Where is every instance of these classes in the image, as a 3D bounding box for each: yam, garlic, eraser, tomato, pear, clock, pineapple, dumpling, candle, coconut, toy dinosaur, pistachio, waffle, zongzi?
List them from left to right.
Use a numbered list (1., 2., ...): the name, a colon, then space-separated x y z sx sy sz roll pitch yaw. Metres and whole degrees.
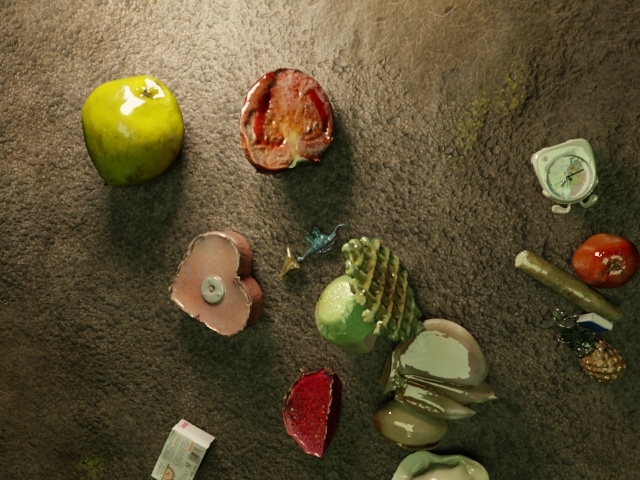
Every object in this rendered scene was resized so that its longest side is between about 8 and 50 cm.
1. pear: -0.563 -0.302 1.583 0.287 0.287 0.375 40 115 4
2. candle: -0.322 0.142 1.654 0.287 0.131 0.317 -20 82 18
3. tomato: -0.120 -0.330 1.545 0.308 0.170 0.309 2 84 -24
4. zongzi: -0.108 0.075 1.651 0.076 0.040 0.083 -37 77 18
5. toy dinosaur: 0.000 0.000 1.619 0.197 0.045 0.080 -35 102 19
6. coconut: 0.098 0.215 1.543 0.204 0.236 0.236 -25 91 24
7. waffle: 0.175 0.132 1.467 0.056 0.291 0.309 -33 68 30
8. pistachio: 0.263 0.545 1.582 0.215 0.144 0.144 12 98 12
9. dumpling: 0.345 0.751 1.600 0.318 0.187 0.243 -42 48 0
10. garlic: 0.339 0.365 1.545 0.324 0.132 0.279 7 95 3
11. clock: 0.677 -0.173 1.469 0.151 0.062 0.191 -16 93 11
12. yam: 0.694 0.130 1.493 0.317 0.067 0.071 32 73 4
13. pineapple: 0.727 0.285 1.482 0.237 0.111 0.119 42 128 5
14. eraser: 0.762 0.229 1.483 0.063 0.085 0.027 29 79 7

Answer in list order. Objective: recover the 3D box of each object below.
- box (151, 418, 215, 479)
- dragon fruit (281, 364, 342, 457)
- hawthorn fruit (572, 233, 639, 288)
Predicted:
1. box: -0.451 0.712 1.756 0.135 0.081 0.199 28 98 7
2. dragon fruit: -0.026 0.503 1.644 0.161 0.126 0.274 7 88 19
3. hawthorn fruit: 0.763 0.057 1.405 0.162 0.203 0.163 1 93 9
